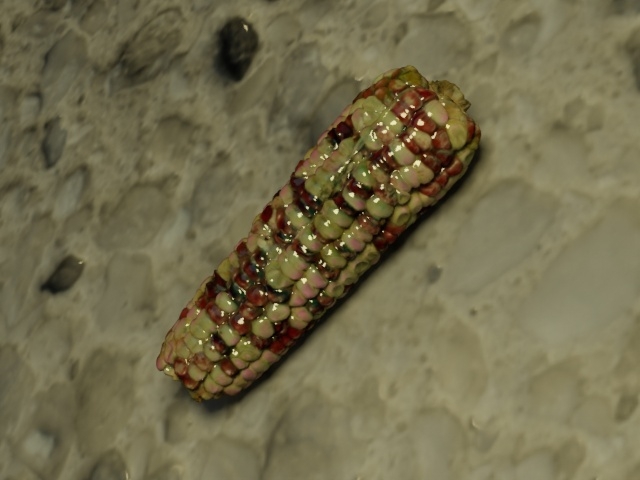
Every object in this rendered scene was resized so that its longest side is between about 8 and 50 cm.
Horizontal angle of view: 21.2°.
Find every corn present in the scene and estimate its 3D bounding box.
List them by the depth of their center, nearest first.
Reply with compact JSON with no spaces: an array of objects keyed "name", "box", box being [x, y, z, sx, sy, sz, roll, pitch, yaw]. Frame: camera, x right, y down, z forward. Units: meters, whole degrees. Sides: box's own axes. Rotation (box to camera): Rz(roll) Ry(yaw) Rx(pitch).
[{"name":"corn","box":[0.000,0.000,1.175,0.280,0.092,0.092,-50,41,8]}]
